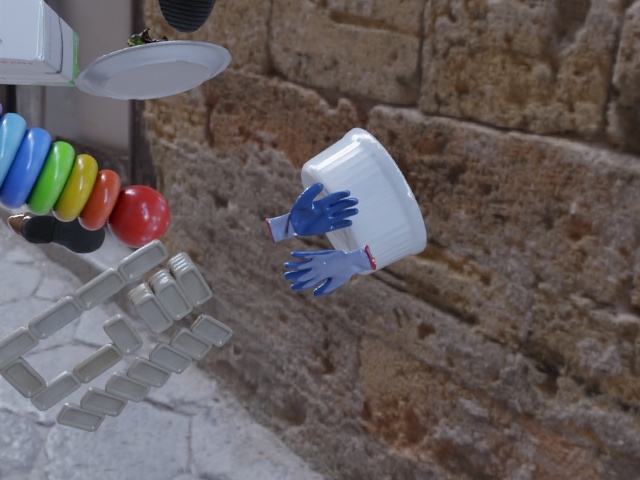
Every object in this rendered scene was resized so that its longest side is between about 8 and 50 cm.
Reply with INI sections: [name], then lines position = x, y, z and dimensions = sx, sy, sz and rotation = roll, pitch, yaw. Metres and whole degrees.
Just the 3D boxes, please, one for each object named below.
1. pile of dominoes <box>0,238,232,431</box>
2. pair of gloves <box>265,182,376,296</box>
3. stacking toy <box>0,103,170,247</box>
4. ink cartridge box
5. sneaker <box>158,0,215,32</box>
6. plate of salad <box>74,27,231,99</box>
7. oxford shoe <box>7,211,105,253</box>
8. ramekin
[pile of dominoes]
position = -0.249, 0.117, 0.935
dimensions = 0.251, 0.196, 0.040
rotation = -34, 41, -10
[pair of gloves]
position = 0.000, 0.000, 1.263
dimensions = 0.159, 0.198, 0.023
rotation = -17, 26, 4
[stacking toy]
position = -0.358, -0.079, 1.030
dimensions = 0.330, 0.141, 0.141
rotation = 25, 11, -22
[ink cartridge box]
position = -0.591, -0.375, 1.452
dimensions = 0.198, 0.115, 0.273
rotation = 2, 1, -5
[sneaker]
position = -0.213, -0.550, 1.396
dimensions = 0.122, 0.331, 0.146
rotation = 17, 26, 7
[plate of salad]
position = -0.214, -0.225, 0.973
dimensions = 0.199, 0.048, 0.200
rotation = -12, -4, -1
[oxford shoe]
position = -0.510, -0.025, 1.485
dimensions = 0.076, 0.076, 0.212
rotation = 18, -1, 31
[ramekin]
position = 0.076, -0.067, 1.491
dimensions = 0.135, 0.277, 0.277
rotation = -29, 27, -9
